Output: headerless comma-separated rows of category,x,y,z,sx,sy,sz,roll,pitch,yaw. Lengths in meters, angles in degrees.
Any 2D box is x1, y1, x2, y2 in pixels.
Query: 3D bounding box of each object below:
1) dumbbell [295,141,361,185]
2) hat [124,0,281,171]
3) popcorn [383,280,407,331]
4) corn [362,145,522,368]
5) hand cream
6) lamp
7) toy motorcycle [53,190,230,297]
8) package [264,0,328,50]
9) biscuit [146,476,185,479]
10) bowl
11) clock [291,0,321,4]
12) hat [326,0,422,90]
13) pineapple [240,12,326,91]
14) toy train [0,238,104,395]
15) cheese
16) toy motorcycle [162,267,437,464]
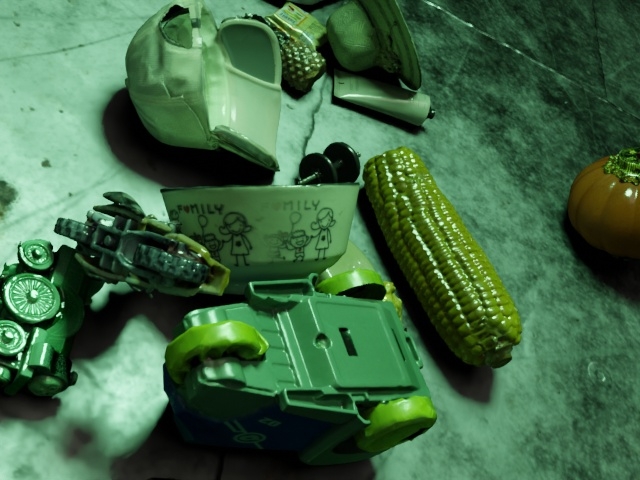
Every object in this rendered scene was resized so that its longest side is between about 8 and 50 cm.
dumbbell,0.014,-0.104,1.157,0.069,0.069,0.147,49,46,10
hat,-0.145,-0.198,1.080,0.275,0.161,0.232,30,52,-44
popcorn,0.070,0.097,1.045,0.084,0.084,0.084,18,48,-21
corn,0.169,0.019,1.130,0.120,0.120,0.363,-6,59,-36
hand cream,0.109,-0.242,1.346,0.186,0.054,0.087,16,41,-13
lamp,0.549,-0.061,1.385,0.223,0.196,0.223,-4,31,2
toy motorcycle,-0.174,0.012,0.811,0.130,0.229,0.094,26,81,-45
package,-0.034,-0.367,1.361,0.108,0.031,0.120,38,37,-4
biscuit,-0.122,0.346,0.713,0.106,0.070,0.252,13,50,-24
bowl,-0.067,-0.006,0.941,0.238,0.238,0.126,-6,95,-37
clock,-0.072,-0.575,1.437,0.338,0.102,0.338,17,44,-18
hat,0.068,-0.348,1.338,0.110,0.252,0.252,-27,68,-1
pineapple,-0.068,-0.308,1.266,0.159,0.074,0.074,39,44,3
toy train,-0.290,0.080,0.816,0.105,0.071,0.178,28,43,-27
cheese,0.000,0.000,1.087,0.097,0.037,0.192,-21,71,-43
toy motorcycle,-0.047,0.146,0.847,0.326,0.200,0.191,8,51,-42
